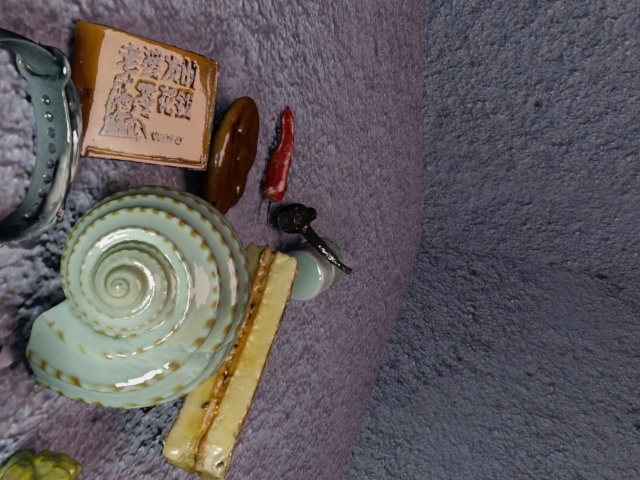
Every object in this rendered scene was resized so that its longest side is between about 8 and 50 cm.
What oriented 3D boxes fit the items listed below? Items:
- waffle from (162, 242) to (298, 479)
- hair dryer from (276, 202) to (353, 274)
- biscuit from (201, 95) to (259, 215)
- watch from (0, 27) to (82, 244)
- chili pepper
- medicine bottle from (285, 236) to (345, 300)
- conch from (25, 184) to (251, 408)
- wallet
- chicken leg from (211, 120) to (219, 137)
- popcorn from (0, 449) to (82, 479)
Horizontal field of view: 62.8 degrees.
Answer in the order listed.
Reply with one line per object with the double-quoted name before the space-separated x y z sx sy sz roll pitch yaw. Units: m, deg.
"waffle" -0.152 0.212 0.916 0.261 0.114 0.376 107 2 -63
"hair dryer" 0.000 0.000 1.231 0.075 0.219 0.195 -45 173 17
"biscuit" -0.148 -0.142 0.900 0.212 0.036 0.212 19 90 -86
"watch" -0.310 -0.101 0.499 0.193 0.068 0.206 39 67 -72
"chili pepper" -0.085 -0.161 1.119 0.059 0.050 0.268 22 78 -54
"medicine bottle" -0.022 0.069 1.290 0.168 0.135 0.135 -31 129 -66
"conch" -0.202 0.090 0.696 0.303 0.215 0.319 -67 159 -3
"wallet" -0.218 -0.177 0.668 0.195 0.042 0.161 0 99 -49
"chicken leg" -0.192 -0.195 0.799 0.219 0.048 0.089 59 48 -62
"popcorn" -0.324 0.313 0.589 0.145 0.126 0.126 -87 -159 -54
